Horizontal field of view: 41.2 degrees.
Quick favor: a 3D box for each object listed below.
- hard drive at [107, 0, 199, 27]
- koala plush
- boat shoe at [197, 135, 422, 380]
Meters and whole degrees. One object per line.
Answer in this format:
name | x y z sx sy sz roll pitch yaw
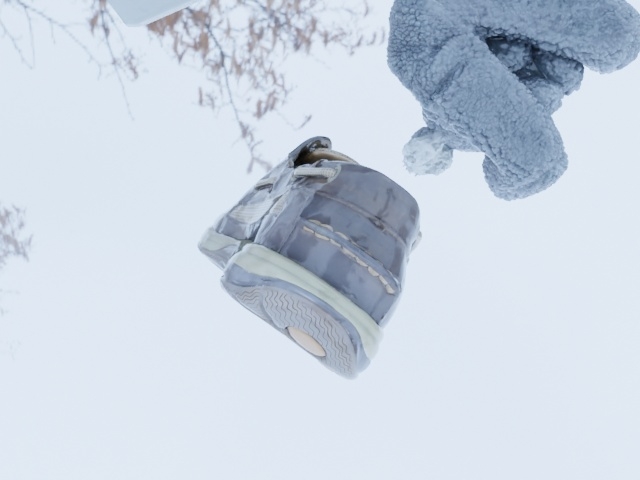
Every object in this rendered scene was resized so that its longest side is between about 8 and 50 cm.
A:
hard drive | -0.004 -0.277 0.632 0.040 0.203 0.307 56 -129 -26
koala plush | 0.153 -0.150 0.812 0.203 0.221 0.196 34 -96 5
boat shoe | 0.000 0.000 0.639 0.132 0.355 0.130 38 -92 -15
